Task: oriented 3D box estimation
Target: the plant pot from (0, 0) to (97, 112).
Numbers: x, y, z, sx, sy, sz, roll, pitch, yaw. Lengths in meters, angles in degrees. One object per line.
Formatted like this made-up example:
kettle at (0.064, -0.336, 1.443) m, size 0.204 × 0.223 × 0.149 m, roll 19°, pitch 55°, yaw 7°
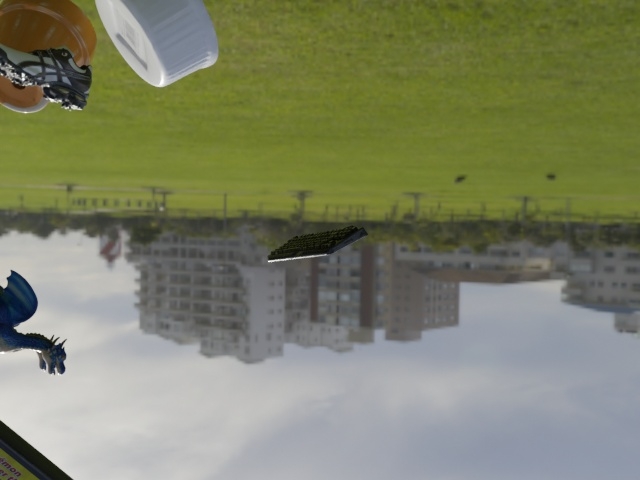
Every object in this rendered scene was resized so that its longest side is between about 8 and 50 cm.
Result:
plant pot at (-0.569, -0.359, 1.670) m, size 0.205 × 0.188 × 0.205 m, roll 4°, pitch 138°, yaw 4°

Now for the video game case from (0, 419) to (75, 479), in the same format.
video game case at (-0.459, 0.319, 1.039) m, size 0.248 × 0.275 × 0.035 m, roll -37°, pitch -157°, yaw 9°

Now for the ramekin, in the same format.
ramekin at (-0.349, -0.458, 1.771) m, size 0.135 × 0.277 × 0.277 m, roll -38°, pitch -164°, yaw -19°

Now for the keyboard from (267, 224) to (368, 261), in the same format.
keyboard at (0.000, 0.000, 1.323) m, size 0.108 × 0.023 × 0.180 m, roll -26°, pitch -169°, yaw -34°

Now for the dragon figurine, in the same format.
dragon figurine at (-0.516, 0.104, 1.360) m, size 0.144 × 0.289 × 0.085 m, roll -26°, pitch 180°, yaw -44°

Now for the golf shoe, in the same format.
golf shoe at (-0.470, -0.297, 1.421) m, size 0.077 × 0.094 × 0.198 m, roll 15°, pitch 171°, yaw 38°
